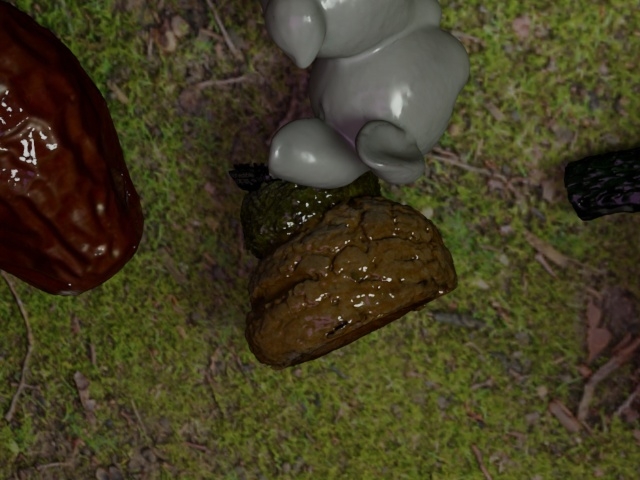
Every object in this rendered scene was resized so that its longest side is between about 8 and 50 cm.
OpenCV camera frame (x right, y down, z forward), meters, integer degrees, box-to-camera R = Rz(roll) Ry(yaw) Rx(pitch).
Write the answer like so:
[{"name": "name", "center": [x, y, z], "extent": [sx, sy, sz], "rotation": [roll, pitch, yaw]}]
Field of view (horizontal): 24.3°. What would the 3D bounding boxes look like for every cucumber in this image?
[{"name": "cucumber", "center": [0.277, -0.050, 1.113], "extent": [0.187, 0.058, 0.058], "rotation": [-5, 110, 28]}]

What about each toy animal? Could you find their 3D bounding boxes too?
[{"name": "toy animal", "center": [0.027, -0.139, 1.125], "extent": [0.127, 0.178, 0.193], "rotation": [-2, 110, 31]}]

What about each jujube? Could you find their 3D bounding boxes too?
[{"name": "jujube", "center": [-0.270, -0.085, 1.304], "extent": [0.197, 0.197, 0.290], "rotation": [-18, 119, 32]}]

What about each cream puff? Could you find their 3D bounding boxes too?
[{"name": "cream puff", "center": [0.000, 0.000, 1.214], "extent": [0.183, 0.183, 0.169], "rotation": [-29, 82, 34]}]
